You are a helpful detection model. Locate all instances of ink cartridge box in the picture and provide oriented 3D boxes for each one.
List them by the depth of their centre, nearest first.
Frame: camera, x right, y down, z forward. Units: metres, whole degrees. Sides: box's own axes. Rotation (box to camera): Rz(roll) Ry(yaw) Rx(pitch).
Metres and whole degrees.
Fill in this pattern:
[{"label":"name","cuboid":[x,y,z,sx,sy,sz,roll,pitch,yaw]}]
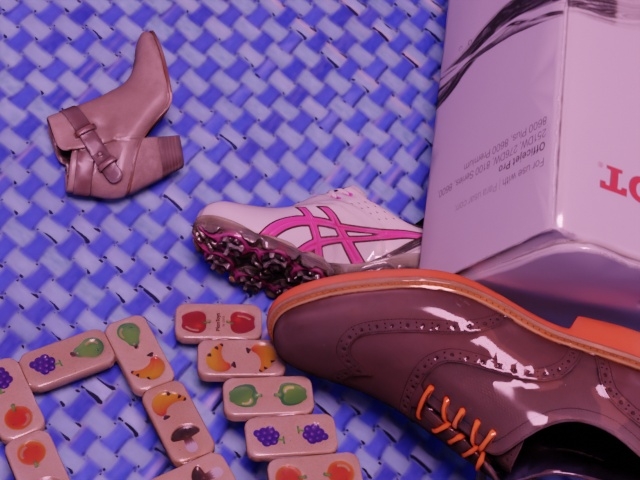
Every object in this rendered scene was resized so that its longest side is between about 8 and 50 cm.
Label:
[{"label":"ink cartridge box","cuboid":[0.243,-0.120,0.862,0.285,0.166,0.395,18,66,-23]}]

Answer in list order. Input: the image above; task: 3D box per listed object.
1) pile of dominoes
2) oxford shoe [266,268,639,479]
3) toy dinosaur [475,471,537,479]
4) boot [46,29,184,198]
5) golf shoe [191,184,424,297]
[{"label":"pile of dominoes","cuboid":[-0.076,0.133,0.724,0.195,0.040,0.251,-20,56,-22]},{"label":"oxford shoe","cuboid":[0.094,0.090,0.749,0.271,0.097,0.098,11,47,5]},{"label":"toy dinosaur","cuboid":[0.042,0.272,0.716,0.313,0.160,0.121,-28,115,-13]},{"label":"boot","cuboid":[-0.145,-0.087,0.831,0.086,0.042,0.119,-10,74,-17]},{"label":"golf shoe","cuboid":[0.000,0.000,0.831,0.186,0.067,0.086,16,61,-21]}]
